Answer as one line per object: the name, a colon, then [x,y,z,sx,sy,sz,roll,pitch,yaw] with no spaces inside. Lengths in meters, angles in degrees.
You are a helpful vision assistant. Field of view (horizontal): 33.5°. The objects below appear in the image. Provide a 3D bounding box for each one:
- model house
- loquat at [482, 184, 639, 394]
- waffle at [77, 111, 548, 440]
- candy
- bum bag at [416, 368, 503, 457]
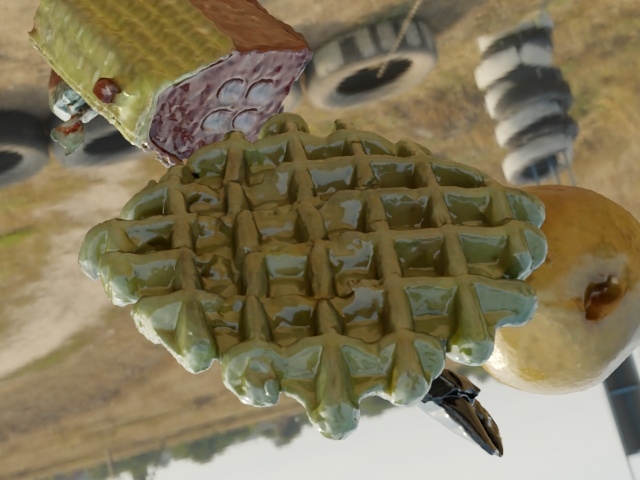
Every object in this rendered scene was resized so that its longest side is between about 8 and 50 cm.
model house: [-0.166,-0.188,1.099,0.254,0.196,0.160,-12,139,-56]
loquat: [0.224,0.047,1.036,0.208,0.208,0.208,-15,172,-2]
waffle: [0.000,0.000,0.756,0.309,0.056,0.292,27,-133,34]
candy: [-0.275,-0.225,1.255,0.059,0.292,0.086,19,155,-33]
bum bag: [0.113,0.155,1.204,0.060,0.248,0.123,-56,179,0]
